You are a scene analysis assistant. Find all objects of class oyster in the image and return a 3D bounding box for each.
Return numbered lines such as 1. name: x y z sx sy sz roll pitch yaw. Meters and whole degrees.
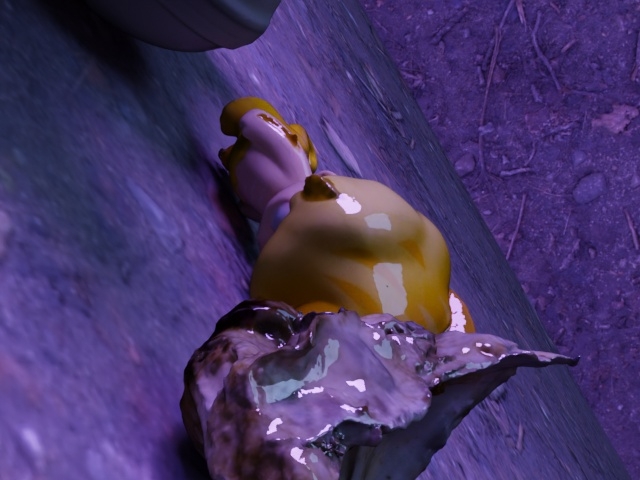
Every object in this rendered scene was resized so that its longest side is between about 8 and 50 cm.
1. oyster: 0.017 0.081 0.454 0.107 0.162 0.232 41 12 26

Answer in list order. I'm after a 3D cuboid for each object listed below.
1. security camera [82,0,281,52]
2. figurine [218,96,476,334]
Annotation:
1. security camera: -0.097 -0.238 0.640 0.191 0.197 0.277 51 24 -30
2. figurine: 0.000 0.000 0.604 0.156 0.131 0.246 95 -28 -46
